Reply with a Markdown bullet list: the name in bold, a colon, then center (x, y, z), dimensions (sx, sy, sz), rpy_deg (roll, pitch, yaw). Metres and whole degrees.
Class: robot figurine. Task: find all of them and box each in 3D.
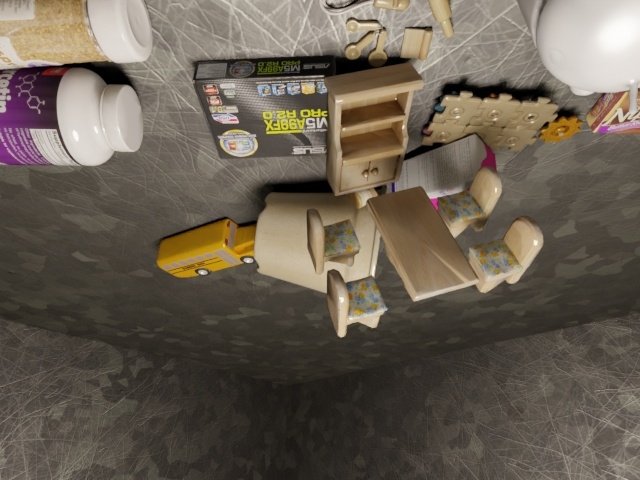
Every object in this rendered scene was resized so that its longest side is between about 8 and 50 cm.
- **robot figurine**: center (0.344, -0.324, 0.511), dimensions (0.199, 0.354, 0.300), rpy_deg (-7, 150, 11)

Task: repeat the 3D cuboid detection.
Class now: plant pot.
- **plant pot**: center (0.000, 0.000, 1.140), dimensions (0.305, 0.334, 0.334), rpy_deg (9, 150, 7)

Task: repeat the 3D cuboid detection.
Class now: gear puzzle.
- **gear puzzle**: center (0.400, -0.260, 0.927), dimensions (0.338, 0.044, 0.175), rpy_deg (3, 156, -4)

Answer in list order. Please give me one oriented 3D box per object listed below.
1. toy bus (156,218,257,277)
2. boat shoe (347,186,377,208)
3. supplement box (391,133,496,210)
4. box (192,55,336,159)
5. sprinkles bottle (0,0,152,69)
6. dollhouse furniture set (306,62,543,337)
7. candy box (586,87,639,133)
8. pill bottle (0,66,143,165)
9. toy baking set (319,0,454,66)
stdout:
- **toy bus**: center (-0.333, 0.022, 1.332), dimensions (0.332, 0.108, 0.130), rpy_deg (-15, 145, 24)
- **boat shoe**: center (0.084, -0.138, 1.024), dimensions (0.059, 0.170, 0.063), rpy_deg (-19, 136, -8)
- **supplement box**: center (0.288, -0.144, 1.015), dimensions (0.220, 0.114, 0.111), rpy_deg (-17, 153, 40)
- **box**: center (-0.100, -0.266, 0.892), dimensions (0.269, 0.060, 0.216), rpy_deg (-1, 148, 1)
- **sprinkles bottle**: center (-0.465, -0.343, 0.697), dimensions (0.355, 0.121, 0.121), rpy_deg (-2, 149, 4)
- **dollhouse furniture set**: center (0.146, -0.091, 0.784), dimensions (0.361, 0.394, 0.257), rpy_deg (-14, 145, -10)
- **candy box**: center (0.676, -0.276, 0.894), dimensions (0.186, 0.053, 0.109), rpy_deg (1, 150, -5)
- **pill bottle**: center (-0.523, -0.234, 0.821), dimensions (0.322, 0.182, 0.181), rpy_deg (0, 150, -2)
- **toy baking set**: center (0.110, -0.387, 0.719), dimensions (0.196, 0.030, 0.256), rpy_deg (-14, 147, 21)
